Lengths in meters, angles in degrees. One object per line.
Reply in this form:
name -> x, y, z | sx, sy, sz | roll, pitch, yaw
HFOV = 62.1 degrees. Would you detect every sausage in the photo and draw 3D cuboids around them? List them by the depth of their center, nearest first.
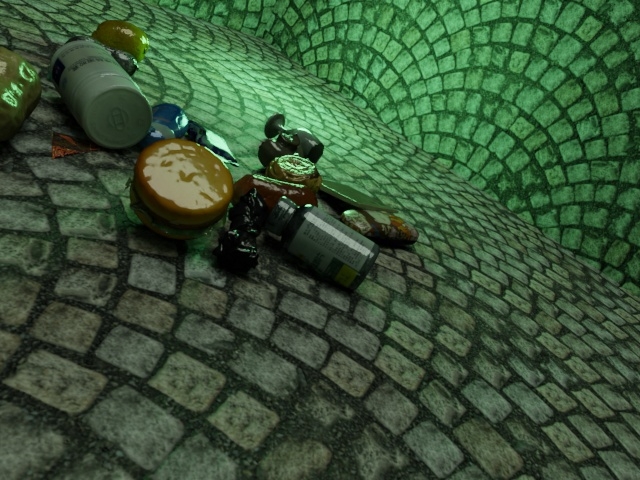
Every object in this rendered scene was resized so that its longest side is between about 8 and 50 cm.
sausage -> -0.128, -0.109, 1.497 | 0.258, 0.133, 0.133 | 12, 29, -26

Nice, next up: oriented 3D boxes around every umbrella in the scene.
umbrella -> -0.189, -0.032, 1.298 | 0.110, 0.122, 0.272 | 4, 36, -2

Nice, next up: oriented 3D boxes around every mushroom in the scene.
mushroom -> -0.123, -0.285, 1.838 | 0.188, 0.141, 0.117 | -14, 70, -52

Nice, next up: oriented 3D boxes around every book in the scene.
book -> 0.113, -0.159, 1.883 | 0.215, 0.025, 0.283 | 6, 18, -41

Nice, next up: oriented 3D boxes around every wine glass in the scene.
wine glass -> -0.103, -0.396, 2.077 | 0.241, 0.126, 0.126 | 37, 26, 25

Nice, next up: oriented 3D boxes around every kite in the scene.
kite -> -0.654, -0.256, 1.381 | 0.125, 0.008, 0.222 | 30, 24, 10

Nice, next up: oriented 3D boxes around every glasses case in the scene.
glasses case -> 0.199, -0.041, 1.757 | 0.321, 0.082, 0.122 | 5, 34, -40

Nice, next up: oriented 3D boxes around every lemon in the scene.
lemon -> -0.770, -0.761, 2.041 | 0.207, 0.170, 0.170 | 11, 29, -21

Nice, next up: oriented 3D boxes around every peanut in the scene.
peanut -> -0.746, -0.336, 1.215 | 0.170, 0.192, 0.387 | 23, 24, -29

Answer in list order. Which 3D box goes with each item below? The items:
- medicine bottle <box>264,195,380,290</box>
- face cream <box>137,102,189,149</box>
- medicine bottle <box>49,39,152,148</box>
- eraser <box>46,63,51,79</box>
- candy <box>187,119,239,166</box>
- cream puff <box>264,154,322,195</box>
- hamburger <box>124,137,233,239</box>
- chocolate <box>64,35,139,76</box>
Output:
medicine bottle -> 0.000, 0.000, 1.390 | 0.293, 0.141, 0.141 | 32, 25, 1
face cream -> -0.485, -0.340, 1.607 | 0.149, 0.083, 0.264 | 6, 31, -2
medicine bottle -> -0.617, -0.411, 1.489 | 0.190, 0.190, 0.332 | 1, 35, -45
eraser -> -0.743, -0.502, 1.701 | 0.225, 0.052, 0.095 | 20, 23, -15
candy -> -0.367, -0.321, 1.733 | 0.145, 0.070, 0.275 | 16, 22, -40
cream puff -> -0.089, -0.189, 1.691 | 0.189, 0.129, 0.189 | 16, 33, -10
hamburger -> -0.325, -0.102, 1.220 | 0.246, 0.170, 0.246 | 16, 52, -21
chocolate -> -0.776, -0.649, 1.885 | 0.248, 0.110, 0.110 | 17, 27, -31
